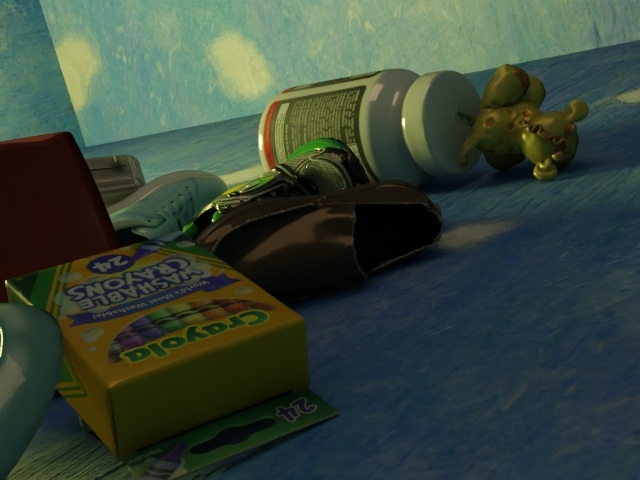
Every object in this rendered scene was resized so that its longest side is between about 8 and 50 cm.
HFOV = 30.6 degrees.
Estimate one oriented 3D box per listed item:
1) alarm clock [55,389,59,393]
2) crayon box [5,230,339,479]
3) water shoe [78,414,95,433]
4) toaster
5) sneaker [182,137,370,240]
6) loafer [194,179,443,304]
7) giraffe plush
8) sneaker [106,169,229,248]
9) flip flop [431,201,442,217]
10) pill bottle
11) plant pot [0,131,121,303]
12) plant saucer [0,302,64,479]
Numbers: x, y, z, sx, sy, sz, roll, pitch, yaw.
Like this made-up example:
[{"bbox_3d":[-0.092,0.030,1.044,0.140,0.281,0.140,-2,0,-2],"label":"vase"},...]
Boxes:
[{"bbox_3d":[-0.291,0.127,1.426,0.192,0.064,0.129,-8,23,-9],"label":"alarm clock"},{"bbox_3d":[-0.152,0.099,1.141,0.203,0.083,0.323,-17,29,-29],"label":"crayon box"},{"bbox_3d":[-0.233,0.142,1.282,0.073,0.080,0.203,-16,13,-6],"label":"water shoe"},{"bbox_3d":[-0.375,-0.048,2.070,0.146,0.227,0.129,-13,41,-11],"label":"toaster"},{"bbox_3d":[-0.067,-0.039,1.737,0.343,0.134,0.146,-27,6,39],"label":"sneaker"},{"bbox_3d":[0.000,0.000,1.491,0.366,0.134,0.130,-21,13,-23],"label":"loafer"},{"bbox_3d":[0.333,-0.172,1.834,0.170,0.181,0.210,22,23,35],"label":"giraffe plush"},{"bbox_3d":[-0.280,-0.007,1.947,0.366,0.135,0.150,-27,34,-32],"label":"sneaker"},{"bbox_3d":[0.040,-0.017,1.640,0.277,0.080,0.112,-19,13,-15],"label":"flip flop"},{"bbox_3d":[0.085,-0.182,2.012,0.363,0.210,0.210,-3,17,43],"label":"pill bottle"},{"bbox_3d":[-0.404,-0.008,1.595,0.267,0.235,0.267,-10,-4,-9],"label":"plant pot"},{"bbox_3d":[-0.367,0.172,1.058,0.317,0.044,0.317,-28,33,20],"label":"plant saucer"}]
